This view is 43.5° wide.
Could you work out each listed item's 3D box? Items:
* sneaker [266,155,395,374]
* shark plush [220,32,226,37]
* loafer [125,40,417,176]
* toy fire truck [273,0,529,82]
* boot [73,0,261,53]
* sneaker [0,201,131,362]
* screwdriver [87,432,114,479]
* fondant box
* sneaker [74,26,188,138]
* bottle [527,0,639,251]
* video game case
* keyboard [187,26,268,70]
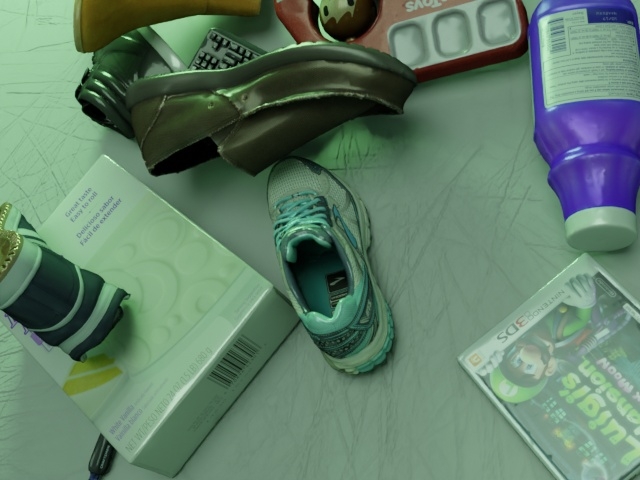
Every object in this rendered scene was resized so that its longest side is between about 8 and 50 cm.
[{"bbox_3d":[0.000,0.000,0.876,0.110,0.122,0.283,-28,55,9],"label":"sneaker"},{"bbox_3d":[-0.133,-0.202,1.090,0.067,0.073,0.161,2,82,49],"label":"shark plush"},{"bbox_3d":[-0.060,-0.137,0.938,0.366,0.134,0.130,-5,83,26],"label":"loafer"},{"bbox_3d":[0.086,-0.309,0.982,0.302,0.169,0.254,-12,81,19],"label":"toy fire truck"},{"bbox_3d":[-0.184,-0.327,1.059,0.211,0.104,0.295,14,47,-1],"label":"boot"},{"bbox_3d":[-0.312,0.047,0.903,0.099,0.153,0.282,-56,28,-6],"label":"sneaker"},{"bbox_3d":[-0.267,0.296,0.906,0.024,0.025,0.170,8,69,26],"label":"screwdriver"},{"bbox_3d":[-0.219,0.077,0.950,0.330,0.096,0.238,35,83,33],"label":"fondant box"},{"bbox_3d":[-0.308,-0.259,1.141,0.147,0.104,0.296,-42,62,-6],"label":"sneaker"},{"bbox_3d":[0.282,-0.128,0.837,0.118,0.092,0.283,-2,65,11],"label":"bottle"},{"bbox_3d":[0.255,0.130,0.768,0.173,0.022,0.190,-40,58,1],"label":"video game case"},{"bbox_3d":[-0.088,-0.191,1.025,0.180,0.023,0.108,29,94,11],"label":"keyboard"}]
